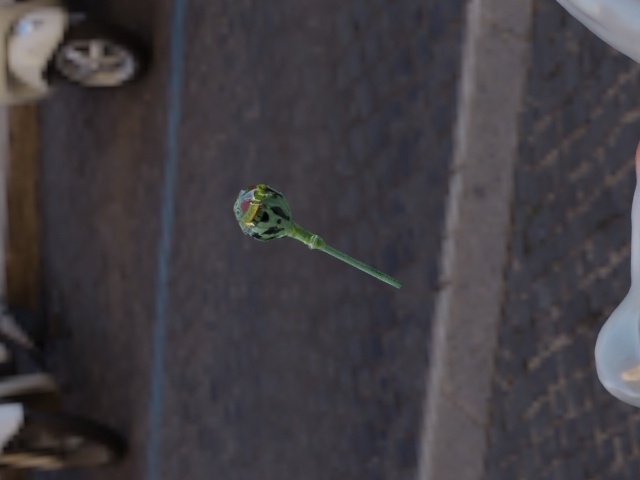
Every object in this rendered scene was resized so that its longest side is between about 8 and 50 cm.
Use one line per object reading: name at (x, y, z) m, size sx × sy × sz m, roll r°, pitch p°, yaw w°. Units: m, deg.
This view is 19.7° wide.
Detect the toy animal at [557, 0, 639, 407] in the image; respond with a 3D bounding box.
toy animal at (0.086, -0.105, 0.420) m, size 0.138 × 0.282 × 0.140 m, roll 17°, pitch 149°, yaw 25°

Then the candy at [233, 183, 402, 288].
candy at (0.000, 0.000, 0.823) m, size 0.023 × 0.083 × 0.025 m, roll -64°, pitch 4°, yaw 6°
